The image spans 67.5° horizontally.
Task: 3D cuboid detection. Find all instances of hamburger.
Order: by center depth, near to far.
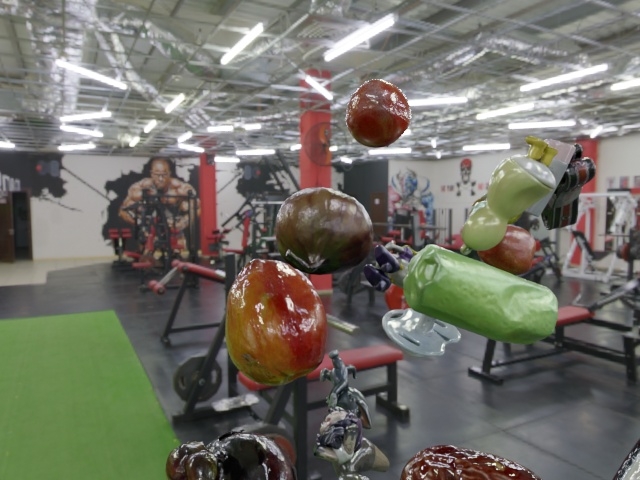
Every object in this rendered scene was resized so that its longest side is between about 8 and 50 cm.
[{"bbox_3d":[0.562,-0.082,1.565,0.125,0.214,0.235,33,38,-1],"label":"hamburger"}]

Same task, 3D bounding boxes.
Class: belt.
[{"bbox_3d":[0.721,-0.142,1.422,0.094,0.126,0.359,-23,-35,7],"label":"belt"}]

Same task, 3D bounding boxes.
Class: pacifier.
[{"bbox_3d":[0.314,0.234,1.460,0.228,0.207,0.279,32,27,29],"label":"pacifier"}]

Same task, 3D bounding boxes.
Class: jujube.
[{"bbox_3d":[0.319,0.553,1.005,0.223,0.222,0.318,-4,-10,-46],"label":"jujube"}]

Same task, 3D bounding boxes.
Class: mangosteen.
[{"bbox_3d":[-0.283,0.792,1.493,0.422,0.380,0.381,4,3,-19],"label":"mangosteen"}]

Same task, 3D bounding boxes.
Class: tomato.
[{"bbox_3d":[0.147,-0.326,1.214,0.168,0.167,0.167,0,4,0],"label":"tomato"}]

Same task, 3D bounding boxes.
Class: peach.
[{"bbox_3d":[-0.134,0.233,1.399,0.290,0.372,0.373,-37,-17,30],"label":"peach"}]

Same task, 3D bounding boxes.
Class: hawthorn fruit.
[{"bbox_3d":[0.461,0.019,1.198,0.138,0.132,0.133,35,-10,-22],"label":"hawthorn fruit"}]

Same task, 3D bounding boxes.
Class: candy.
[{"bbox_3d":[0.343,0.123,1.027,0.344,0.132,0.142,19,44,-16],"label":"candy"}]

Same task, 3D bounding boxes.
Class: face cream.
[{"bbox_3d":[0.584,-0.163,1.255,0.057,0.198,0.084,12,16,-46],"label":"face cream"}]

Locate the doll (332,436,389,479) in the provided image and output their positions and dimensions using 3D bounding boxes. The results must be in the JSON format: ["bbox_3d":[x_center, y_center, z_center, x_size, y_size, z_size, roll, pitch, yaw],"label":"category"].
[{"bbox_3d":[0.222,0.904,1.733,0.383,0.378,0.252,30,-46,-20],"label":"doll"}]

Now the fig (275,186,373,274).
[{"bbox_3d":[0.005,-0.010,1.137,0.235,0.214,0.234,-12,-34,-9],"label":"fig"}]

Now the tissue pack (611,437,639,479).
[{"bbox_3d":[0.826,0.631,1.117,0.253,0.264,0.416,31,-11,43],"label":"tissue pack"}]

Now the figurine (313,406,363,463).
[{"bbox_3d":[0.068,0.562,1.392,0.146,0.145,0.222,1,1,8],"label":"figurine"}]

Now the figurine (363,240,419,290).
[{"bbox_3d":[0.320,0.092,1.822,0.193,0.154,0.421,33,24,17],"label":"figurine"}]

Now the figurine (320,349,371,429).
[{"bbox_3d":[0.078,0.515,1.631,0.140,0.265,0.193,5,-29,-16],"label":"figurine"}]

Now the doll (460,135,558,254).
[{"bbox_3d":[0.402,-0.088,1.056,0.142,0.296,0.117,12,36,-45],"label":"doll"}]
